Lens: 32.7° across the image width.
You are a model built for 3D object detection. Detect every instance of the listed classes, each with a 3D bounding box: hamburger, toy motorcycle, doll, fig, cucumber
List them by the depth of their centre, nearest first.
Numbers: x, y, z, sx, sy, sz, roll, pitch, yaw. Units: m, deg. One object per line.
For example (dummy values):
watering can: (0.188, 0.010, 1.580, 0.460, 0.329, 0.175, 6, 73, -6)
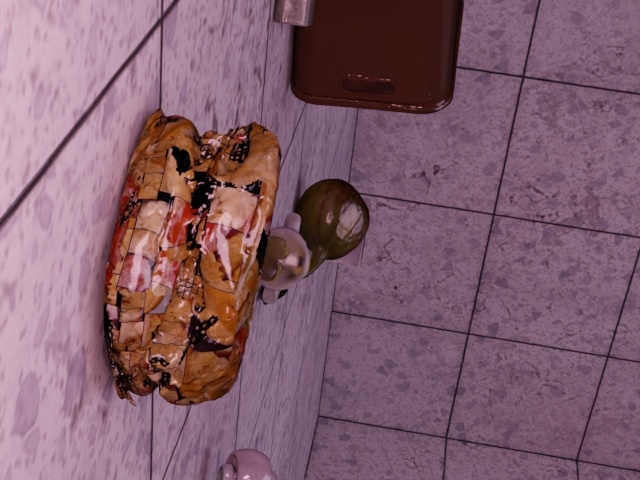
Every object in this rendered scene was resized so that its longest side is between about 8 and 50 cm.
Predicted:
hamburger: (-0.092, 0.018, 0.799, 0.231, 0.107, 0.231, -172, -90, -87)
toy motorcycle: (-0.109, 0.386, 1.351, 0.112, 0.112, 0.254, 81, 18, -78)
doll: (-0.053, 0.024, 1.508, 0.207, 0.081, 0.129, 13, 93, -88)
cucumber: (-0.070, 0.077, 1.710, 0.184, 0.036, 0.033, -41, 130, -86)
fig: (0.000, 0.000, 1.966, 0.149, 0.149, 0.245, 94, 18, -52)

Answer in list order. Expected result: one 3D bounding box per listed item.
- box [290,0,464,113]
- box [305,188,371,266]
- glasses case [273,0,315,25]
box: (0.097, -0.381, 1.606, 0.229, 0.239, 0.339, 92, 8, -45)
box: (0.025, -0.024, 2.143, 0.051, 0.129, 0.130, -72, 170, -66)
glasses case: (-0.019, -0.367, 1.329, 0.071, 0.047, 0.205, -71, 169, -74)
